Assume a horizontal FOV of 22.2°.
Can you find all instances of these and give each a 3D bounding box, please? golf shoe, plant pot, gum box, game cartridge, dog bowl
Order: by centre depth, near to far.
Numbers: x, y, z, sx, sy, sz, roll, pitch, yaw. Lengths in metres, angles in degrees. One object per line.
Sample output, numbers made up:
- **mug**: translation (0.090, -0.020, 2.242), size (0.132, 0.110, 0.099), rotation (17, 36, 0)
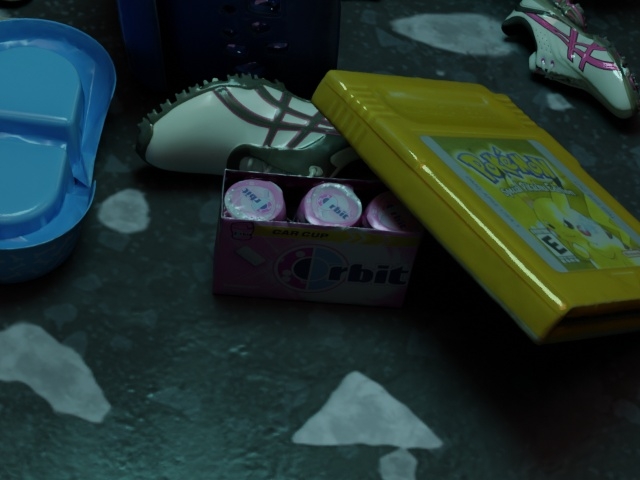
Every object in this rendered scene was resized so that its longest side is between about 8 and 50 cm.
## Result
- **gum box**: translation (0.000, 0.000, 1.479), size (0.188, 0.107, 0.062), rotation (5, 49, -6)
- **game cartridge**: translation (0.180, -0.039, 1.496), size (0.285, 0.052, 0.323), rotation (-3, 45, -52)
- **dog bowl**: translation (-0.285, -0.083, 1.525), size (0.166, 0.074, 0.297), rotation (7, 48, -4)
- **golf shoe**: translation (-0.039, -0.090, 1.556), size (0.273, 0.105, 0.120), rotation (-5, 56, -14)
- **plant pot**: translation (-0.099, -0.282, 1.604), size (0.212, 0.236, 0.236), rotation (-6, 67, -4)
- **golf shoe**: translation (0.268, -0.188, 1.726), size (0.086, 0.067, 0.186), rotation (-34, 59, -1)

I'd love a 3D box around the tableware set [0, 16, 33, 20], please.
- **tableware set**: translation (-0.357, -0.239, 1.682), size (0.141, 0.020, 0.168), rotation (-1, 50, -11)
